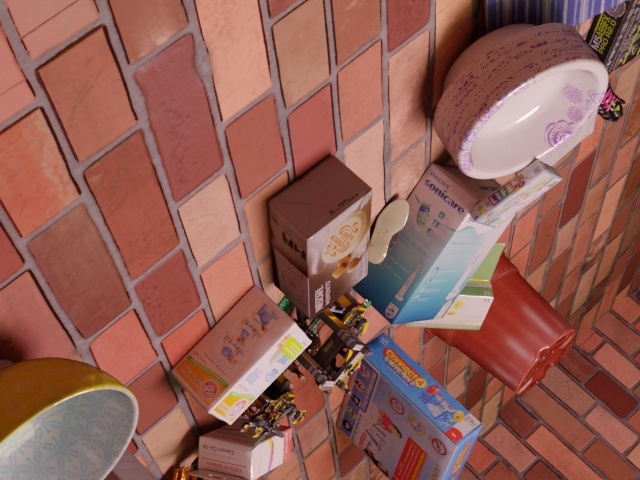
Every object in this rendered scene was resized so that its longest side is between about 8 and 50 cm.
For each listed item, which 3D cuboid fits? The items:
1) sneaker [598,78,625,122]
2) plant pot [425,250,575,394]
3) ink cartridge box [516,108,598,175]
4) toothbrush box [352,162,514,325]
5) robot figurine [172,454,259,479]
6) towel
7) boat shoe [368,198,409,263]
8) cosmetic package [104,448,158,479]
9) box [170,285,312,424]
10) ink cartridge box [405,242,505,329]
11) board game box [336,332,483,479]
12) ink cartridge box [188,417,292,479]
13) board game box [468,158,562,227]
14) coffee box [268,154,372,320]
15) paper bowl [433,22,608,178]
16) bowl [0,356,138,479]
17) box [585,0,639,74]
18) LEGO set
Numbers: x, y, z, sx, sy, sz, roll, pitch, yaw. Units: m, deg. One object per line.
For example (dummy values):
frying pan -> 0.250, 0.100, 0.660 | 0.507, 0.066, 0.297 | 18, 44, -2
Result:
sneaker -> 0.616, -0.301, 2.337 | 0.063, 0.075, 0.170 | -48, 155, 2
plant pot -> 0.434, 0.202, 2.561 | 0.272, 0.265, 0.272 | -37, 154, -22
ink cartridge box -> 0.500, -0.237, 2.277 | 0.208, 0.045, 0.206 | -38, 153, -16
toothbrush box -> 0.225, 0.008, 2.095 | 0.216, 0.126, 0.295 | -2, 130, -56
robot figurine -> -0.211, 0.504, 2.122 | 0.291, 0.085, 0.211 | 30, 70, -64
towel -> 0.414, -0.425, 1.767 | 0.336, 0.040, 0.243 | -26, 155, 0
boat shoe -> 0.122, -0.022, 1.990 | 0.042, 0.049, 0.133 | -62, 178, -71
cosmetic package -> -0.298, 0.435, 1.741 | 0.107, 0.238, 0.127 | -50, 155, 4
box -> -0.131, 0.193, 1.818 | 0.203, 0.103, 0.114 | -45, 155, -5
ink cartridge box -> 0.283, 0.097, 2.304 | 0.171, 0.056, 0.235 | 4, 139, -9
board game box -> 0.188, 0.412, 2.426 | 0.086, 0.302, 0.308 | -31, 151, -33
ink cartridge box -> -0.146, 0.387, 2.008 | 0.198, 0.115, 0.067 | -12, 105, -64
board game box -> 0.347, -0.081, 1.938 | 0.154, 0.026, 0.103 | -38, 158, 20
coffee box -> 0.000, 0.000, 1.749 | 0.141, 0.098, 0.246 | -37, 153, -23
paper bowl -> 0.317, -0.244, 1.798 | 0.284, 0.148, 0.284 | -23, 152, -13
bowl -> -0.396, 0.246, 1.399 | 0.289, 0.156, 0.289 | -38, 154, -22
box -> 0.622, -0.462, 2.128 | 0.216, 0.060, 0.270 | -33, 152, -31
LEGO set -> -0.014, 0.242, 1.973 | 0.331, 0.192, 0.255 | -48, 156, 2
